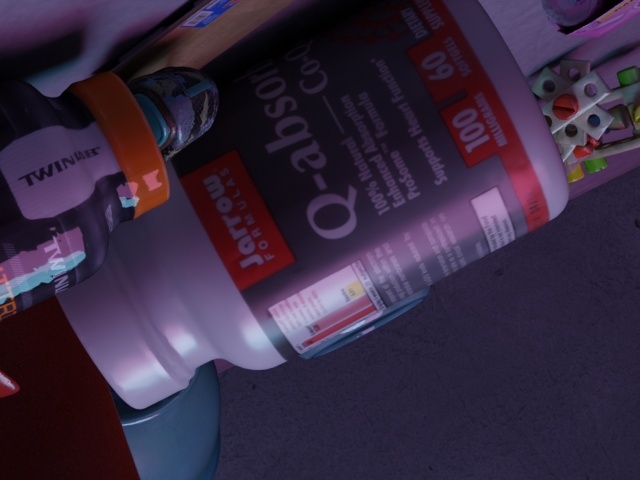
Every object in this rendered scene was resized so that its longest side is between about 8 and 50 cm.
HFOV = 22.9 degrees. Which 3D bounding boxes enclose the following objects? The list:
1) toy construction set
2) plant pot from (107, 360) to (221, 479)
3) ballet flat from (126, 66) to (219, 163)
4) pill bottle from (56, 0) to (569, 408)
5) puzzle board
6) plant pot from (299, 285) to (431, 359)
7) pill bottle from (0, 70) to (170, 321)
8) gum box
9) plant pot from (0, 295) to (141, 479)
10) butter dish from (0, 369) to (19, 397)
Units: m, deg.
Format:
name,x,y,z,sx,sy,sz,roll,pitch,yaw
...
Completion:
name,x,y,z,sx,sy,sz,roll,pitch,yaw
toy construction set,0.333,-0.138,1.987,0.215,0.151,0.327,-16,175,28
plant pot,-0.222,0.156,1.617,0.271,0.272,0.255,-25,159,-23
ballet flat,-0.125,-0.069,1.058,0.070,0.070,0.188,-23,-177,-36
pill bottle,-0.017,-0.031,1.188,0.363,0.210,0.210,-29,173,1
puzzle board,-0.076,-0.136,1.025,0.128,0.011,0.096,-32,170,27
plant pot,0.000,0.000,1.534,0.290,0.195,0.290,-27,173,-4
pill bottle,-0.212,-0.012,0.911,0.245,0.130,0.130,-27,173,-16
gum box,0.287,-0.248,1.396,0.188,0.062,0.107,-32,172,26
plant pot,-0.340,0.166,1.264,0.267,0.267,0.235,-33,161,33
butter dish,-0.298,0.043,1.066,0.159,0.118,0.160,-10,148,26
